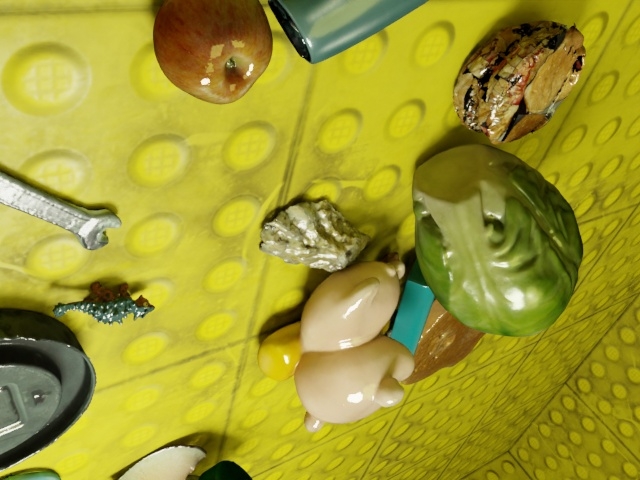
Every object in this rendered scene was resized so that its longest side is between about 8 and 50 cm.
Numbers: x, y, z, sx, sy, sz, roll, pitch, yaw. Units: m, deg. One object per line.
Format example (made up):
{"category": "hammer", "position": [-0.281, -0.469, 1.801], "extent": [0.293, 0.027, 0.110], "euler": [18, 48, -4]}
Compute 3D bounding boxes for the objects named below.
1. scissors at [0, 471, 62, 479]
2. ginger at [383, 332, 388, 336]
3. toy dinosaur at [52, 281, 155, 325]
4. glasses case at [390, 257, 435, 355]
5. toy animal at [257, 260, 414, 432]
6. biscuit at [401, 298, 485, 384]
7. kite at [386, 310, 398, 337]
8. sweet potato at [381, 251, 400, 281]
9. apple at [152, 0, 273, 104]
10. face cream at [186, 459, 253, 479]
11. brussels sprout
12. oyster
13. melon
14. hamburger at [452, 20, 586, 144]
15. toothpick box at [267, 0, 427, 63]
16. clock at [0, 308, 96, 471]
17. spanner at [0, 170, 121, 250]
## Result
{"category": "scissors", "position": [-0.601, 0.437, 1.034], "extent": [0.180, 0.032, 0.393], "euler": [-45, 147, 8]}
{"category": "ginger", "position": [0.119, 0.252, 1.480], "extent": [0.137, 0.044, 0.057], "euler": [-54, 166, 28]}
{"category": "toy dinosaur", "position": [-0.299, 0.092, 0.889], "extent": [0.154, 0.055, 0.049], "euler": [2, 133, -49]}
{"category": "glasses case", "position": [0.205, 0.162, 1.398], "extent": [0.117, 0.070, 0.301], "euler": [-58, 162, -44]}
{"category": "toy animal", "position": [0.080, 0.207, 1.194], "extent": [0.278, 0.246, 0.345], "euler": [-1, 141, -49]}
{"category": "biscuit", "position": [0.344, 0.220, 1.660], "extent": [0.365, 0.062, 0.385], "euler": [-10, 138, -39]}
{"category": "kite", "position": [0.081, 0.238, 1.470], "extent": [0.286, 0.015, 0.152], "euler": [-13, 139, -34]}
{"category": "sweet potato", "position": [0.134, 0.086, 1.309], "extent": [0.056, 0.056, 0.194], "euler": [-21, 149, -26]}
{"category": "apple", "position": [-0.109, -0.208, 0.663], "extent": [0.126, 0.102, 0.126], "euler": [-26, 145, -20]}
{"category": "face cream", "position": [-0.296, 0.642, 1.332], "extent": [0.357, 0.312, 0.219], "euler": [-33, 119, 6]}
{"category": "brussels sprout", "position": [0.303, -0.004, 1.145], "extent": [0.354, 0.281, 0.289], "euler": [52, 54, -29]}
{"category": "oyster", "position": [-0.008, 0.005, 1.052], "extent": [0.133, 0.072, 0.209], "euler": [-47, 145, 7]}
{"category": "melon", "position": [-0.327, 0.476, 1.306], "extent": [0.182, 0.098, 0.054], "euler": [-45, 163, -22]}
{"category": "hamburger", "position": [0.325, -0.257, 1.028], "extent": [0.231, 0.107, 0.231], "euler": [-28, 144, -23]}
{"category": "toothpick box", "position": [0.035, -0.281, 0.703], "extent": [0.184, 0.120, 0.120], "euler": [-34, 147, -1]}
{"category": "clock", "position": [-0.472, 0.221, 0.867], "extent": [0.319, 0.066, 0.318], "euler": [-25, 144, -19]}
{"category": "spanner", "position": [-0.340, -0.055, 0.705], "extent": [0.071, 0.017, 0.302], "euler": [-45, 146, 10]}
